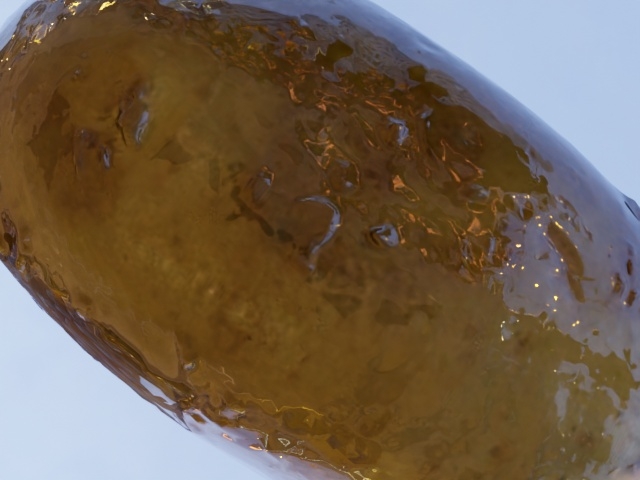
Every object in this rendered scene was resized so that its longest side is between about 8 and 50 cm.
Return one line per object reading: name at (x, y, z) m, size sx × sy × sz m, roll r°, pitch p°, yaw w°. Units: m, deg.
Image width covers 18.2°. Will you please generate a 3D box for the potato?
potato at (0.000, 0.000, 0.744) m, size 0.307 × 0.210 × 0.173 m, roll 33°, pitch -92°, yaw 15°
